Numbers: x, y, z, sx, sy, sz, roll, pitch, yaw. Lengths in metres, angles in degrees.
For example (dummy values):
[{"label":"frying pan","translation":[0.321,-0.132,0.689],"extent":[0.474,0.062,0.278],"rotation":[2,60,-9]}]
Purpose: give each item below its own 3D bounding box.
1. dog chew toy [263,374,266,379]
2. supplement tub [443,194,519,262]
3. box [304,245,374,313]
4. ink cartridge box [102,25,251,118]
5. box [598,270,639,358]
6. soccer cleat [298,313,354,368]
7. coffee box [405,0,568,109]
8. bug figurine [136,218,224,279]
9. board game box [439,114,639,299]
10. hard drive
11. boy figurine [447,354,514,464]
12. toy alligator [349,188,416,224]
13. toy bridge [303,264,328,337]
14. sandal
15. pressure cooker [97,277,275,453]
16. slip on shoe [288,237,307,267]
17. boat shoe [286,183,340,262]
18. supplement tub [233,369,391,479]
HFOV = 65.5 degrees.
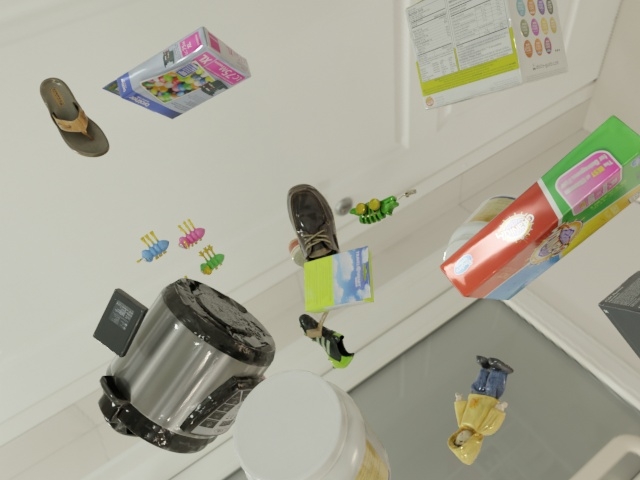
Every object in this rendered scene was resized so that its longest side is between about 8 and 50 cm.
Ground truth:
[{"label":"dog chew toy","translation":[-0.298,0.447,1.841],"extent":[0.206,0.207,0.332],"rotation":[104,143,-64]},{"label":"supplement tub","translation":[0.548,0.011,1.582],"extent":[0.228,0.316,0.228],"rotation":[24,132,30]},{"label":"box","translation":[0.041,0.082,1.014],"extent":[0.178,0.042,0.109],"rotation":[-18,67,41]},{"label":"ink cartridge box","translation":[-0.347,-0.385,1.210],"extent":[0.186,0.311,0.065],"rotation":[10,-116,-66]},{"label":"box","translation":[1.033,0.273,1.393],"extent":[0.343,0.179,0.312],"rotation":[52,177,-2]},{"label":"soccer cleat","translation":[0.017,0.250,1.287],"extent":[0.179,0.060,0.072],"rotation":[47,120,13]},{"label":"coffee box","translation":[0.531,-0.641,1.591],"extent":[0.338,0.338,0.334],"rotation":[-3,106,48]},{"label":"bug figurine","translation":[-0.411,0.068,1.519],"extent":[0.072,0.216,0.279],"rotation":[26,151,50]},{"label":"board game box","translation":[0.370,-0.027,0.797],"extent":[0.242,0.316,0.064],"rotation":[11,-140,-53]},{"label":"hard drive","translation":[-0.472,0.194,1.169],"extent":[0.094,0.135,0.022],"rotation":[31,-170,13]},{"label":"boy figurine","translation":[0.429,0.465,1.373],"extent":[0.092,0.285,0.177],"rotation":[35,163,-21]},{"label":"toy alligator","translation":[0.150,-0.074,1.200],"extent":[0.190,0.056,0.051],"rotation":[-16,72,37]},{"label":"toy bridge","translation":[-0.006,0.151,1.238],"extent":[0.026,0.063,0.188],"rotation":[-162,68,-71]},{"label":"sandal","translation":[-0.588,-0.295,1.181],"extent":[0.219,0.090,0.060],"rotation":[61,159,-4]},{"label":"pressure cooker","translation":[-0.370,0.363,1.368],"extent":[0.370,0.420,0.375],"rotation":[36,-178,-14]},{"label":"slip on shoe","translation":[0.011,0.075,1.874],"extent":[0.331,0.123,0.101],"rotation":[26,-161,-37]},{"label":"boat shoe","translation":[0.000,0.000,1.470],"extent":[0.130,0.132,0.355],"rotation":[-111,-1,-63]},{"label":"supplement tub","translation":[-0.008,0.421,0.978],"extent":[0.241,0.241,0.331],"rotation":[42,165,43]}]
